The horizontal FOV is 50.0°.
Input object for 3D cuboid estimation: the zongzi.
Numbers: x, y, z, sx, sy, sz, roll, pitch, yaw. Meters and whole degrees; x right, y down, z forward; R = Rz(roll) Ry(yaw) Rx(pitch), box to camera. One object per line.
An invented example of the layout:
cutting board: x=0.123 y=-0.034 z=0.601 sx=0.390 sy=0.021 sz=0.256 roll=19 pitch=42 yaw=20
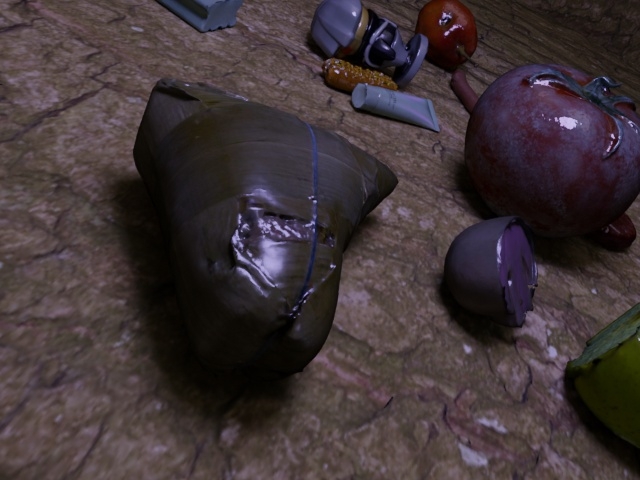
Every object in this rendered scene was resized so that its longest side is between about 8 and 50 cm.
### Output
zongzi: x=0.000 y=0.000 z=0.788 sx=0.393 sy=0.174 sz=0.356 roll=12 pitch=41 yaw=-35

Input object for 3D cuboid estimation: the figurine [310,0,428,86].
figurine: x=0.096 y=-0.434 z=1.454 sx=0.237 sy=0.133 sz=0.176 roll=21 pitch=25 yaw=-18

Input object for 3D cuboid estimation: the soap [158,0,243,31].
soap: x=-0.258 y=-0.479 z=1.305 sx=0.198 sy=0.063 sz=0.114 roll=37 pitch=36 yaw=11

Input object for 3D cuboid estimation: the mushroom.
mushroom: x=0.236 y=0.037 z=0.958 sx=0.117 sy=0.141 sz=0.188 roll=8 pitch=19 yaw=32

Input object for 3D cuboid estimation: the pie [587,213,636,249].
pie: x=0.548 y=-0.053 z=1.366 sx=0.183 sy=0.049 sz=0.182 roll=22 pitch=33 yaw=-15

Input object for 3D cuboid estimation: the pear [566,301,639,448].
pear: x=0.481 y=0.196 z=0.895 sx=0.293 sy=0.159 sz=0.292 roll=18 pitch=39 yaw=-15

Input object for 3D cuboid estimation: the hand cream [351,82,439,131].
hand cream: x=0.153 y=-0.264 z=1.347 sx=0.205 sy=0.050 sz=0.078 roll=5 pitch=61 yaw=-36

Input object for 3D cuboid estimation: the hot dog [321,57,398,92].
hot dog: x=0.081 y=-0.316 z=1.361 sx=0.165 sy=0.045 sz=0.071 roll=11 pitch=37 yaw=-26

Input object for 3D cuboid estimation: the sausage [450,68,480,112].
sausage: x=0.342 y=-0.341 z=1.592 sx=0.043 sy=0.043 sz=0.186 roll=11 pitch=38 yaw=-26

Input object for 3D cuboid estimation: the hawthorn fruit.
hawthorn fruit: x=0.337 y=-0.476 z=1.666 sx=0.165 sy=0.165 sz=0.285 roll=6 pitch=39 yaw=-31

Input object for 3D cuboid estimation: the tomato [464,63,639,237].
tomato: x=0.405 y=-0.160 z=1.187 sx=0.317 sy=0.282 sz=0.316 roll=19 pitch=39 yaw=-16
